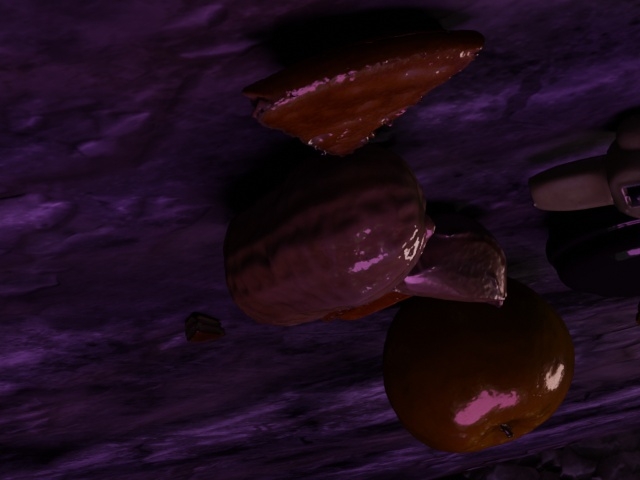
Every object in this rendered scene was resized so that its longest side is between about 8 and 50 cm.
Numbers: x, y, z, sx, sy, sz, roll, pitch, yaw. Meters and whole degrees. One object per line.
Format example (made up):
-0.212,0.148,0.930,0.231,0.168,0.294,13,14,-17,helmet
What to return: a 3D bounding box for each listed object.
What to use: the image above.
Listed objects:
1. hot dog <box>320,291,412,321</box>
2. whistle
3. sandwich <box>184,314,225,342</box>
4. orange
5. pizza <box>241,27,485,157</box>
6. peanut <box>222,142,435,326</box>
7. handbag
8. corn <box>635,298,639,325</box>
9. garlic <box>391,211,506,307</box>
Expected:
0.071,0.054,1.693,0.092,0.062,0.235,4,161,-36,hot dog
0.365,-0.083,1.363,0.294,0.141,0.141,1,174,42,whistle
-0.169,0.125,1.842,0.044,0.031,0.083,-17,162,18,sandwich
0.220,0.169,1.869,0.279,0.235,0.279,-20,156,-9,orange
0.018,-0.124,1.102,0.201,0.053,0.193,-15,164,-20,pizza
-0.005,0.001,1.341,0.174,0.158,0.340,-34,-175,-37,peanut
0.422,0.004,1.666,0.254,0.093,0.308,-23,159,35,handbag
0.564,0.069,1.919,0.119,0.119,0.322,-4,158,-17,corn
0.147,0.017,1.546,0.195,0.101,0.087,12,168,-41,garlic
